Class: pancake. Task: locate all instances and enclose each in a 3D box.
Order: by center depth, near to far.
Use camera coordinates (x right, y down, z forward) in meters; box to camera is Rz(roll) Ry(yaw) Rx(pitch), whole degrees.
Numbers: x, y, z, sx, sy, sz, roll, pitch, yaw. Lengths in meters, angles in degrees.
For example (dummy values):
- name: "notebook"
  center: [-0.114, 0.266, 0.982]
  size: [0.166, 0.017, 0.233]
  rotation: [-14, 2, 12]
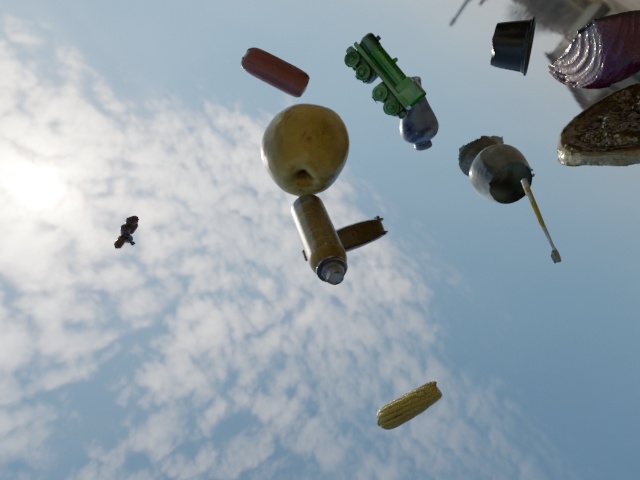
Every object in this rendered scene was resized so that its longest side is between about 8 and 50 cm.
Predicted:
- name: "pancake"
  center: [0.758, -0.293, 1.368]
  size: [0.065, 0.356, 0.356]
  rotation: [52, -154, -22]

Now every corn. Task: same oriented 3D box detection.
- name: "corn"
  center: [0.233, 0.441, 1.470]
  size: [0.067, 0.206, 0.067]
  rotation: [44, -158, -23]

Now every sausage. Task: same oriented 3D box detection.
- name: "sausage"
  center: [-0.099, -0.369, 1.211]
  size: [0.154, 0.062, 0.062]
  rotation: [26, -148, -5]

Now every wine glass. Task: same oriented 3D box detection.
- name: "wine glass"
  center: [0.694, -0.283, 2.195]
  size: [0.237, 0.238, 0.323]
  rotation: [23, -156, -21]

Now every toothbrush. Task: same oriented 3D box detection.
- name: "toothbrush"
  center: [0.696, -0.063, 1.753]
  size: [0.024, 0.021, 0.289]
  rotation: [-14, -101, -35]

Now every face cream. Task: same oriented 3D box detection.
- name: "face cream"
  center: [0.000, 0.000, 1.531]
  size: [0.104, 0.105, 0.349]
  rotation: [18, -153, -26]

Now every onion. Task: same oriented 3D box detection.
- name: "onion"
  center: [0.684, -0.412, 1.257]
  size: [0.247, 0.250, 0.112]
  rotation: [-5, -102, -2]

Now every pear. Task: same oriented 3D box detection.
- name: "pear"
  center: [-0.048, -0.306, 1.833]
  size: [0.314, 0.314, 0.314]
  rotation: [25, -147, -18]

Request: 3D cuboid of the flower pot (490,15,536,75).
- name: "flower pot"
  center: [0.536, -0.547, 1.548]
  size: [0.106, 0.158, 0.157]
  rotation: [12, -154, 19]

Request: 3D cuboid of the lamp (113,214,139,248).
- name: "lamp"
  center: [-0.434, -0.021, 1.252]
  size: [0.031, 0.083, 0.063]
  rotation: [29, -160, 4]

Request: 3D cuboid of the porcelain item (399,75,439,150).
- name: "porcelain item"
  center: [0.348, -0.456, 2.006]
  size: [0.141, 0.141, 0.259]
  rotation: [-66, -37, -58]

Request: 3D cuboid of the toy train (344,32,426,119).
- name: "toy train"
  center: [0.171, -0.446, 1.497]
  size: [0.251, 0.119, 0.085]
  rotation: [53, -159, 5]

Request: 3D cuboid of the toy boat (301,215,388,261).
- name: "toy boat"
  center: [0.085, -0.002, 1.910]
  size: [0.320, 0.121, 0.089]
  rotation: [-21, -95, -17]
